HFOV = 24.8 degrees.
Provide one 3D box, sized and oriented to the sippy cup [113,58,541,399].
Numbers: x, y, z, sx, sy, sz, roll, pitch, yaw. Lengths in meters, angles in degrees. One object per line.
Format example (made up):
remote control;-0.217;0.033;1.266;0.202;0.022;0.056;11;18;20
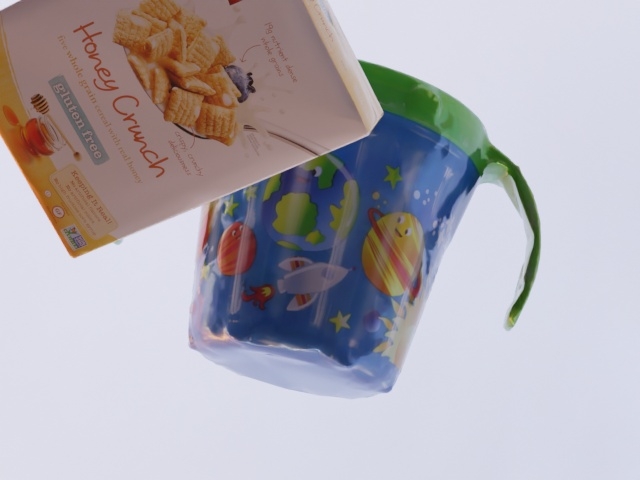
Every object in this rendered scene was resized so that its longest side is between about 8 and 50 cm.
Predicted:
sippy cup;0.000;0.000;1.150;0.305;0.240;0.224;1;-110;37

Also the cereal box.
cereal box;-0.102;-0.106;0.938;0.240;0.047;0.173;-22;-75;25
